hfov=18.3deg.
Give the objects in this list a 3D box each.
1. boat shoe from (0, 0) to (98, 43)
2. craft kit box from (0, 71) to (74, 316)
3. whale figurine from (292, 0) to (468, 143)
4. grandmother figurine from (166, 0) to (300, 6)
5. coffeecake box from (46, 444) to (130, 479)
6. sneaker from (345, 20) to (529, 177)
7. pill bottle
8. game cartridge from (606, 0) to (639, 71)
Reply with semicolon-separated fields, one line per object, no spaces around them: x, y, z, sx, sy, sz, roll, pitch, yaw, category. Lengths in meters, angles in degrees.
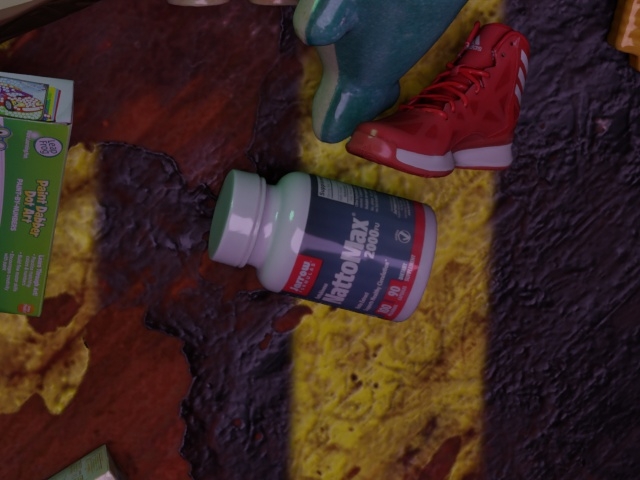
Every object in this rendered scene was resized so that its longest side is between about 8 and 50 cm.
-0.316;-0.200;1.611;0.341;0.121;0.110;-23;89;1;boat shoe
-0.334;-0.042;1.607;0.246;0.061;0.250;8;139;-9;craft kit box
0.064;-0.199;1.619;0.141;0.216;0.272;25;126;22;whale figurine
-0.052;-0.366;1.612;0.207;0.104;0.342;-5;108;-17;grandmother figurine
-0.230;0.296;1.773;0.185;0.068;0.142;-32;108;1;coffeecake box
0.101;-0.125;1.659;0.087;0.221;0.128;19;104;27;sneaker
0.000;0.000;1.711;0.180;0.108;0.108;14;102;-12;pill bottle
0.421;-0.280;1.732;0.285;0.053;0.324;11;101;-11;game cartridge
